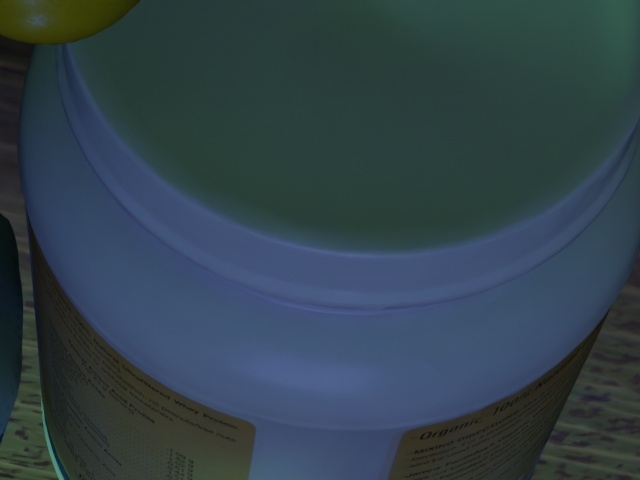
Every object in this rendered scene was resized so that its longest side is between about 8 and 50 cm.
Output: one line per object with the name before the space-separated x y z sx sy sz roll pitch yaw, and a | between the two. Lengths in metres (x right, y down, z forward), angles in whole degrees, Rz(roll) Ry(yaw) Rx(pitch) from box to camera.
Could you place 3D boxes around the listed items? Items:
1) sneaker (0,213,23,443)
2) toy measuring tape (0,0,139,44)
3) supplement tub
sneaker | -0.123 0.020 0.375 0.127 0.319 0.208 -39 123 1
toy measuring tape | -0.105 -0.173 0.262 0.121 0.121 0.330 -14 122 30
supplement tub | 0.000 0.000 0.463 0.144 0.144 0.199 8 150 -2
